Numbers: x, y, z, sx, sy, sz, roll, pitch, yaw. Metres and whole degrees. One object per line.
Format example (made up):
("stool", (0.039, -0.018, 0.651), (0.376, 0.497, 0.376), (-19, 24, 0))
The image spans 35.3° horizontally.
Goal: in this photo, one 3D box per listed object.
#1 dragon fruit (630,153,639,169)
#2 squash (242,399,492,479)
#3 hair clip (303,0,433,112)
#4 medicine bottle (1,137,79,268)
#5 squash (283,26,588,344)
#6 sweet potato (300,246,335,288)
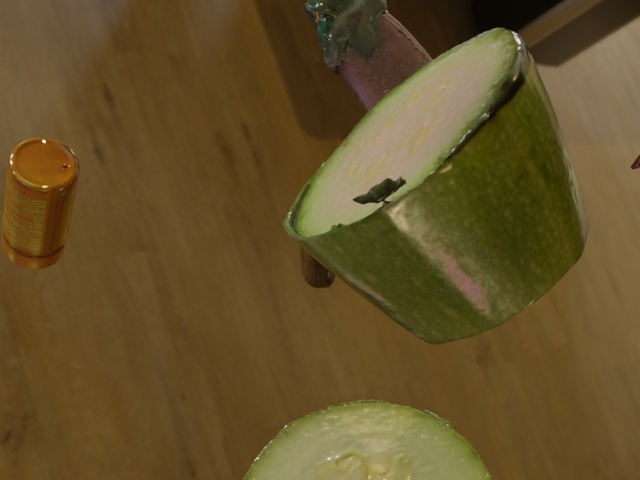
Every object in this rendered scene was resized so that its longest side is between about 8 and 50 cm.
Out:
("dragon fruit", (0.338, -0.014, 0.499), (0.249, 0.386, 0.371), (-42, 139, -43))
("squash", (0.038, 0.234, 0.799), (0.041, 0.219, 0.219), (72, 16, -59))
("hair clip", (0.092, -0.111, 1.034), (0.359, 0.095, 0.110), (58, 39, -19))
("medicine bottle", (-0.397, -0.050, 1.417), (0.096, 0.192, 0.096), (10, 52, -13))
("squash", (0.070, -0.023, 0.569), (0.123, 0.170, 0.170), (54, 42, -15))
("sweet potato", (-0.002, 0.003, 1.709), (0.062, 0.233, 0.081), (15, 48, 11))
